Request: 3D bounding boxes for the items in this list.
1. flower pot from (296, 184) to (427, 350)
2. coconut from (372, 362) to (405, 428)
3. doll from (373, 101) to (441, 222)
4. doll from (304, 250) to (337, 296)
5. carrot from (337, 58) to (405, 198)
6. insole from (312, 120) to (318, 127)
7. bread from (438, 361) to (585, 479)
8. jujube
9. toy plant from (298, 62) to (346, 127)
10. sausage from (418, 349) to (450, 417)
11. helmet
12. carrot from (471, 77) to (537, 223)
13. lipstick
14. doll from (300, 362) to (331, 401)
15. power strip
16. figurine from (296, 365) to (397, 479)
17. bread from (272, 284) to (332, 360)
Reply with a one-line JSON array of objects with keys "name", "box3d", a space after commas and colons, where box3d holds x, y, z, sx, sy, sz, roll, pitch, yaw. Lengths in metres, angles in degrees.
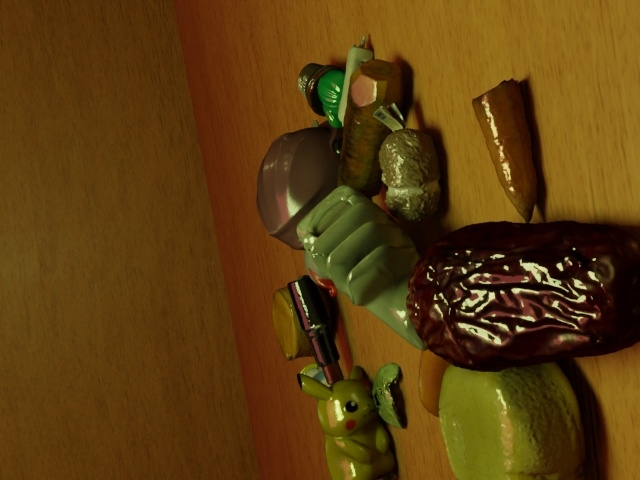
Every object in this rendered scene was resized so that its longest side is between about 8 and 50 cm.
[{"name": "flower pot", "box3d": [0.097, 0.040, 1.218, 0.254, 0.164, 0.367, 46, -178, -15]}, {"name": "coconut", "box3d": [0.155, 0.370, 1.561, 0.133, 0.055, 0.158, 162, 98, -69]}, {"name": "doll", "box3d": [0.161, -0.143, 1.199, 0.115, 0.105, 0.221, 159, 104, -81]}, {"name": "doll", "box3d": [0.000, 0.000, 1.736, 0.200, 0.105, 0.336, 107, 154, -51]}, {"name": "carrot", "box3d": [0.099, -0.217, 1.328, 0.302, 0.114, 0.114, 98, 153, -48]}, {"name": "insole", "box3d": [0.000, -0.224, 1.743, 0.064, 0.004, 0.188, 176, 83, -69]}, {"name": "bread", "box3d": [0.290, 0.285, 1.016, 0.270, 0.148, 0.270, 173, 90, -72]}, {"name": "jujube", "box3d": [0.270, 0.069, 0.877, 0.342, 0.216, 0.216, -16, 85, 59]}, {"name": "toy plant", "box3d": [0.028, -0.322, 1.478, 0.200, 0.105, 0.143, 46, 149, 39]}, {"name": "sausage", "box3d": [0.230, 0.228, 1.231, 0.098, 0.098, 0.238, -134, 39, -57]}, {"name": "helmet", "box3d": [-0.047, -0.132, 1.551, 0.271, 0.197, 0.338, -30, 65, 54]}, {"name": "carrot", "box3d": [0.276, -0.124, 0.954, 0.072, 0.072, 0.205, 160, 97, -70]}, {"name": "lipstick", "box3d": [-0.007, 0.238, 1.764, 0.300, 0.081, 0.081, 69, 159, 4]}, {"name": "doll", "box3d": [0.004, 0.423, 1.942, 0.135, 0.099, 0.241, 60, 166, -14]}, {"name": "power strip", "box3d": [0.073, -0.328, 1.368, 0.030, 0.047, 0.191, 23, 105, 58]}, {"name": "figurine", "box3d": [0.081, 0.466, 1.651, 0.169, 0.218, 0.327, -10, 91, 42]}, {"name": "bread", "box3d": [-0.052, 0.230, 1.923, 0.270, 0.142, 0.195, 97, 151, -44]}]
